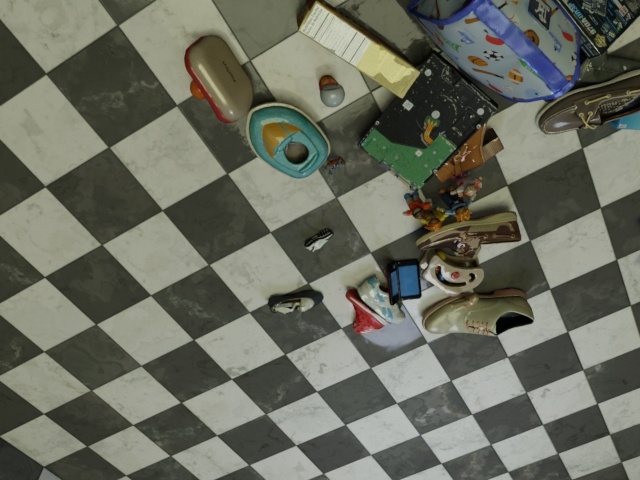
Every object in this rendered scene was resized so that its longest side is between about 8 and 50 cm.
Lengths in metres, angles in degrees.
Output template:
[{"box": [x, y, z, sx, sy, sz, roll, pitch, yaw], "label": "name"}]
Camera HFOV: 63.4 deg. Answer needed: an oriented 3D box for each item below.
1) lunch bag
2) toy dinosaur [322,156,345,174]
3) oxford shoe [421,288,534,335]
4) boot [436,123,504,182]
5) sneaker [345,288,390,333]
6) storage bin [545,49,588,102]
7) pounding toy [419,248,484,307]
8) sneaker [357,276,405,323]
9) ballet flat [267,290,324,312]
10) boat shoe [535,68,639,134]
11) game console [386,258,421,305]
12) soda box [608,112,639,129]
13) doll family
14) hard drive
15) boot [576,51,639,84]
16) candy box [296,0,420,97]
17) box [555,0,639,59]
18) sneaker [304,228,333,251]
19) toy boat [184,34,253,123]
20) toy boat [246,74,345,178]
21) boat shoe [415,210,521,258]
[{"box": [0.427, -0.511, 1.249, 0.328, 0.385, 0.239, 33, 114, -20], "label": "lunch bag"}, {"box": [0.048, -0.233, 1.573, 0.047, 0.082, 0.090, 38, 152, 6], "label": "toy dinosaur"}, {"box": [0.572, 0.280, 1.887, 0.398, 0.146, 0.140, -15, 122, 6], "label": "oxford shoe"}, {"box": [0.391, -0.318, 1.544, 0.220, 0.109, 0.283, -30, 126, 18], "label": "boot"}, {"box": [0.143, 0.276, 1.892, 0.221, 0.087, 0.128, 40, 110, -23], "label": "sneaker"}, {"box": [0.647, -0.495, 1.451, 0.122, 0.084, 0.180, 24, 118, -18], "label": "storage bin"}, {"box": [0.474, 0.128, 1.781, 0.270, 0.154, 0.154, 33, 118, -21], "label": "pounding toy"}, {"box": [0.239, 0.220, 1.864, 0.092, 0.087, 0.229, -43, 118, 16], "label": "sneaker"}, {"box": [-0.087, 0.229, 1.855, 0.204, 0.074, 0.074, -5, 122, -1], "label": "ballet flat"}, {"box": [0.794, -0.379, 1.490, 0.325, 0.096, 0.116, -18, 137, 24], "label": "boat shoe"}, {"box": [0.289, 0.144, 1.793, 0.085, 0.124, 0.143, -4, 95, 26], "label": "game console"}, {"box": [0.981, -0.372, 1.556, 0.210, 0.071, 0.067, 2, 122, -5], "label": "soda box"}, {"box": [0.395, -0.106, 1.626, 0.263, 0.163, 0.118, -25, 120, 11], "label": "doll family"}, {"box": [0.297, -0.327, 1.476, 0.237, 0.064, 0.339, 39, 123, -3], "label": "hard drive"}, {"box": [0.839, -0.509, 1.461, 0.209, 0.076, 0.189, 11, 135, -3], "label": "boot"}, {"box": [0.094, -0.507, 1.345, 0.317, 0.182, 0.087, 26, 115, -19], "label": "candy box"}, {"box": [0.704, -0.612, 1.339, 0.220, 0.051, 0.175, 44, 89, -11], "label": "box"}, {"box": [0.000, 0.000, 1.743, 0.109, 0.040, 0.044, -29, 136, 17], "label": "sneaker"}, {"box": [-0.295, -0.426, 1.414, 0.151, 0.151, 0.231, -8, 127, 38], "label": "toy boat"}, {"box": [-0.055, -0.327, 1.462, 0.268, 0.148, 0.318, 32, 113, -26], "label": "toy boat"}, {"box": [0.488, 0.000, 1.701, 0.343, 0.123, 0.123, -12, 79, -2], "label": "boat shoe"}]
